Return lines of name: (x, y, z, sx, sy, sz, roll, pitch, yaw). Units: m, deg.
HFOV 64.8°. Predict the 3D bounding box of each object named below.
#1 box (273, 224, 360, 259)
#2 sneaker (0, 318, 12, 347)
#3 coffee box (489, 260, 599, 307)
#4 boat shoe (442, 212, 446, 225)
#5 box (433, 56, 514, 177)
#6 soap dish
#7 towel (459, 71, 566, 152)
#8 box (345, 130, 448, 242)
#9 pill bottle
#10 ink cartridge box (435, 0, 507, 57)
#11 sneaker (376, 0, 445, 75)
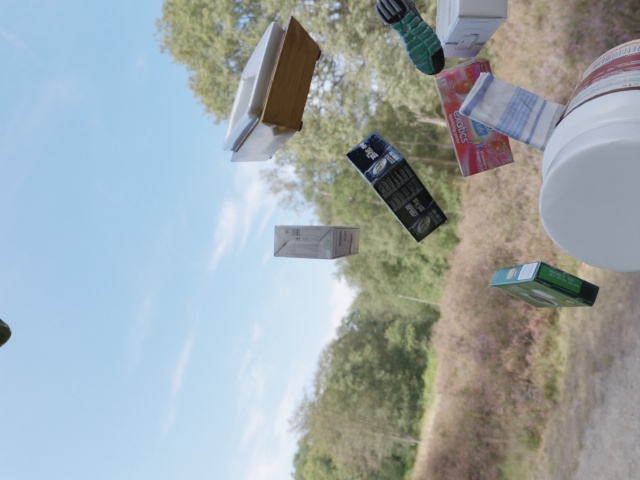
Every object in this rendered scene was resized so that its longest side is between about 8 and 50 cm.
box: (0.000, 0.000, 1.424, 0.290, 0.169, 0.087, -7, -82, -73)
sneaker: (-0.579, 0.103, 0.802, 0.086, 0.192, 0.064, -42, 30, 21)
coffee box: (0.397, 0.082, 0.916, 0.184, 0.113, 0.040, 108, -174, -81)
boat shoe: (0.281, -0.083, 1.354, 0.049, 0.137, 0.043, -54, 8, 18)
box: (0.441, -0.356, 1.457, 0.142, 0.154, 0.299, -70, -38, -65)
soap dish: (-0.111, -0.301, 1.083, 0.291, 0.118, 0.228, 162, 123, -68)
towel: (0.436, -0.252, 1.034, 0.209, 0.285, 0.034, -50, -16, -45)
box: (0.148, -0.105, 0.987, 0.180, 0.078, 0.147, 45, -171, -35)
pill bottle: (0.464, -0.140, 0.746, 0.392, 0.224, 0.224, -47, -32, -42)
ink cartridge box: (0.378, -0.611, 1.280, 0.283, 0.117, 0.207, -43, -45, -87)
sneaker: (0.221, -0.489, 1.155, 0.223, 0.083, 0.098, 46, -133, -26)
